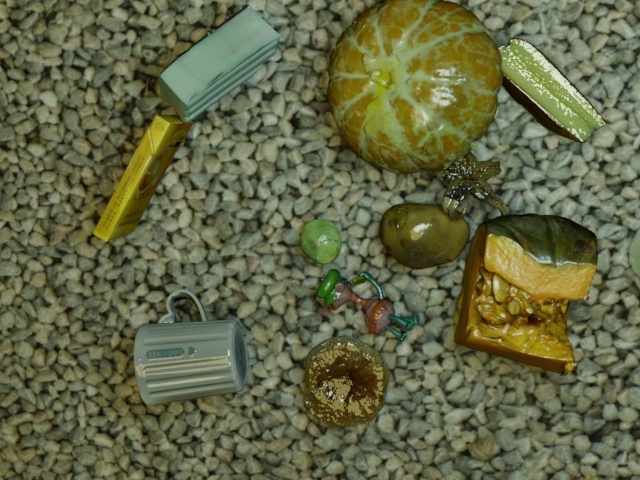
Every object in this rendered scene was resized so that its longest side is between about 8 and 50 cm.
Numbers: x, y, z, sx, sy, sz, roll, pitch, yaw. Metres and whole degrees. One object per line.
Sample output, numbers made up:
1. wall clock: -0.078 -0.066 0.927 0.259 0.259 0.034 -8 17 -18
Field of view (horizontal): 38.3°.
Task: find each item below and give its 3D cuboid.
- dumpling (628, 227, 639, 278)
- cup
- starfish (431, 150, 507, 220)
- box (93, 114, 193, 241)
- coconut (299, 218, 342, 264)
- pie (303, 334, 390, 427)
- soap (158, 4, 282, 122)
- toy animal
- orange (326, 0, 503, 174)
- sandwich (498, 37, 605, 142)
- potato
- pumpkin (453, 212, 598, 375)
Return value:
1. dumpling: 0.728 0.060 1.713 0.175 0.243 0.226 -19 119 -27
2. cup: -0.263 0.218 1.869 0.202 0.167 0.221 -7 99 7
3. starfish: 0.284 -0.123 1.750 0.146 0.074 0.189 -9 61 -9
4. box: -0.353 -0.128 1.835 0.043 0.152 0.269 31 101 3
5. coconut: 0.000 0.000 1.837 0.088 0.096 0.087 -11 123 -17
6. pie: 0.054 0.292 1.890 0.195 0.046 0.195 1 99 7
7. soap: -0.195 -0.342 1.776 0.230 0.145 0.091 -40 86 -15
8. toy animal: 0.099 0.123 1.841 0.208 0.100 0.103 28 79 12
9. orange: 0.169 -0.283 1.674 0.329 0.249 0.329 -3 82 27
10. sandwich: 0.422 -0.279 1.730 0.244 0.088 0.090 45 94 4
11. potato: 0.201 -0.010 1.782 0.176 0.137 0.137 1 99 11
12. pumpkin: 0.381 0.094 1.701 0.226 0.256 0.303 13 107 3
